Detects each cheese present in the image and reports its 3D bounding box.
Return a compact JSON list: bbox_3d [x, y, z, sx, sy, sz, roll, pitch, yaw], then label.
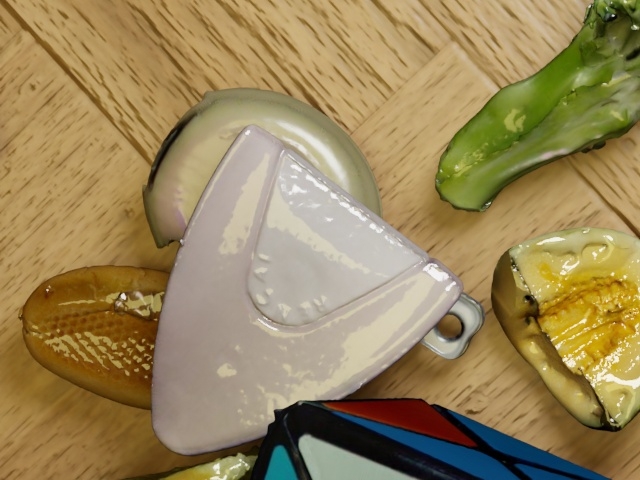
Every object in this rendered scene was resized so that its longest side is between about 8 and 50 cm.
[{"bbox_3d":[0.000,0.000,1.517,0.286,0.082,0.163,37,99,5],"label":"cheese"}]

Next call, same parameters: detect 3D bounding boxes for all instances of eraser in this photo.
[{"bbox_3d":[-0.044,0.061,1.465,0.204,0.059,0.243,38,104,-5],"label":"eraser"}]

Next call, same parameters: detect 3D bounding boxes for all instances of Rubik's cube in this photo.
[{"bbox_3d":[0.084,0.266,1.405,0.248,0.246,0.250,19,95,28],"label":"Rubik's cube"}]

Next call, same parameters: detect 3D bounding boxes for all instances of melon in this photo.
[{"bbox_3d":[0.212,0.061,1.495,0.128,0.079,0.160,-31,86,-9],"label":"melon"}]

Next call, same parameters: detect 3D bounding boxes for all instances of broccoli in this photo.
[{"bbox_3d":[0.204,-0.129,1.467,0.304,0.145,0.165,-42,124,18],"label":"broccoli"}]

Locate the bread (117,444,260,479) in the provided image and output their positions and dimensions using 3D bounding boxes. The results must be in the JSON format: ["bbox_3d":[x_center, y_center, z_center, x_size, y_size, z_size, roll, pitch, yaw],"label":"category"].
[{"bbox_3d":[-0.221,0.218,1.491,0.362,0.233,0.245,-43,85,4],"label":"bread"}]

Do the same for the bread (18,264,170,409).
[{"bbox_3d":[-0.145,0.075,1.546,0.189,0.077,0.114,14,115,7],"label":"bread"}]
